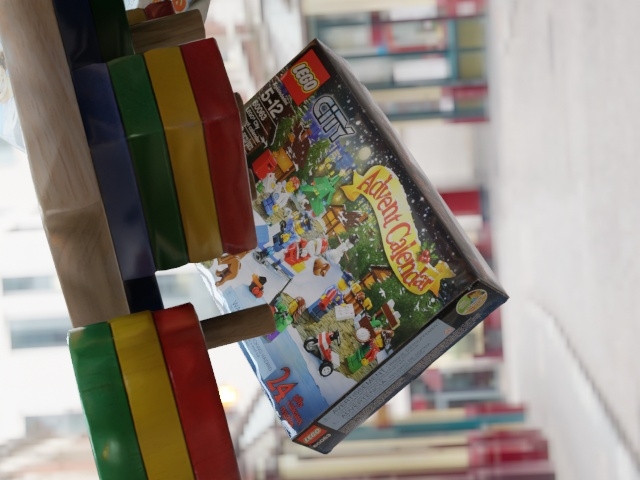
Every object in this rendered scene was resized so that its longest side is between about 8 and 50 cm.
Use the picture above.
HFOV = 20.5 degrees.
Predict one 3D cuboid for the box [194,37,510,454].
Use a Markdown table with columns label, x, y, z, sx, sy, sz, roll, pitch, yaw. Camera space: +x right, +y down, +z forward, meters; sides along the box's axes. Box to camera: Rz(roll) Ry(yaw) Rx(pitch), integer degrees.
| label | x | y | z | sx | sy | sz | roll | pitch | yaw |
| --- | --- | --- | --- | --- | --- | --- | --- | --- | --- |
| box | 0.000 | 0.000 | 1.163 | 0.044 | 0.159 | 0.233 | 29 | -156 | -51 |

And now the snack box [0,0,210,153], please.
| label | x | y | z | sx | sy | sz | roll | pitch | yaw |
| --- | --- | --- | --- | --- | --- | --- | --- | --- | --- |
| snack box | -0.138 | -0.206 | 1.199 | 0.187 | 0.060 | 0.322 | 29 | 106 | 50 |

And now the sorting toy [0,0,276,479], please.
| label | x | y | z | sx | sy | sz | roll | pitch | yaw |
| --- | --- | --- | --- | --- | --- | --- | --- | --- | --- |
| sorting toy | -0.046 | -0.026 | 0.428 | 0.132 | 0.046 | 0.274 | 84 | 169 | -52 |
